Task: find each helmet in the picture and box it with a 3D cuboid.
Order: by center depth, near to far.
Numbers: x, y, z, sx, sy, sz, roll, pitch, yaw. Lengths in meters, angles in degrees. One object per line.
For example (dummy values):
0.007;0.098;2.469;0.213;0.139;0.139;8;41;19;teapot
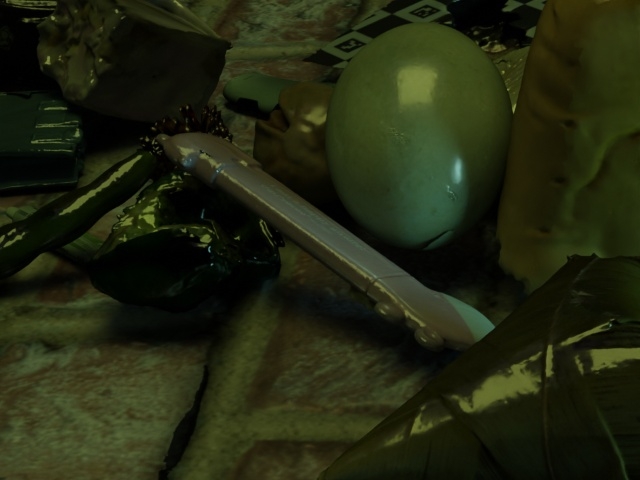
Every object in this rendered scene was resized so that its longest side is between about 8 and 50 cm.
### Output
-0.371;-0.285;2.308;0.279;0.160;0.230;23;33;25;helmet

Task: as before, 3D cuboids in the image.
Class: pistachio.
-0.009;-0.101;1.862;0.129;0.131;0.206;-42;10;6;pistachio

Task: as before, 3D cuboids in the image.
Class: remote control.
-0.021;-0.174;2.150;0.256;0.045;0.097;14;30;39;remote control

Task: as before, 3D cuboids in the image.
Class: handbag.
-0.355;-0.120;2.068;0.179;0.062;0.229;-3;24;-5;handbag

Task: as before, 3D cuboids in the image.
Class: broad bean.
-0.269;-0.015;1.748;0.297;0.043;0.060;-31;38;-8;broad bean

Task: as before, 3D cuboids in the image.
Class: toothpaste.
-0.268;-0.002;1.830;0.048;0.029;0.197;-25;35;-38;toothpaste

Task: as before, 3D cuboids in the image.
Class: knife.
0.000;0.001;1.641;0.398;0.038;0.132;37;21;29;knife

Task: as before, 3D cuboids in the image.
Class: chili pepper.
-0.127;0.005;1.719;0.148;0.116;0.264;-9;22;17;chili pepper

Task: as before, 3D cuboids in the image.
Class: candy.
-0.231;-0.232;2.132;0.195;0.137;0.185;9;21;-38;candy

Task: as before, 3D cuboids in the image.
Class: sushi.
0.208;-0.243;2.260;0.339;0.069;0.320;15;39;36;sushi

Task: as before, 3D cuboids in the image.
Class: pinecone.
-0.150;-0.099;1.959;0.109;0.102;0.102;-28;20;14;pinecone

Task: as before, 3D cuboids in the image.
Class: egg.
0.097;-0.106;1.710;0.186;0.186;0.253;-1;57;6;egg

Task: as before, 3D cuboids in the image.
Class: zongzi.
0.145;0.109;1.404;0.300;0.145;0.274;-9;20;5;zongzi

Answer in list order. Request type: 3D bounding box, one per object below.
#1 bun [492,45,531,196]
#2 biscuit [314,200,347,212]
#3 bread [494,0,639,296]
0.220;-0.121;1.888;0.231;0.133;0.231;-27;19;10;bun
0.016;-0.043;1.885;0.092;0.016;0.082;-5;17;12;biscuit
0.359;-0.134;1.635;0.250;0.394;0.361;31;36;27;bread
